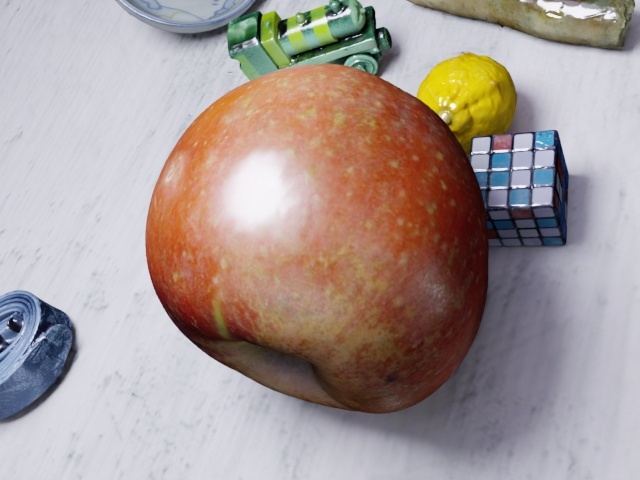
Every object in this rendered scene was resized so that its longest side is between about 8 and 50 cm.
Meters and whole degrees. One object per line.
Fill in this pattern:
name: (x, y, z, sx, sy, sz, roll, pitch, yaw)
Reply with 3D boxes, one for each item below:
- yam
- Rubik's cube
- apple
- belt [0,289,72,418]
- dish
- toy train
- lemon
yam: (0.234, -0.301, 0.933, 0.317, 0.071, 0.067, 26, 41, 34)
Rubik's cube: (0.211, -0.053, 0.797, 0.092, 0.092, 0.092, -2, 64, 25)
apple: (0.000, 0.000, 0.723, 0.348, 0.348, 0.277, 11, 63, 30)
belt: (-0.419, 0.154, 1.003, 0.190, 0.082, 0.141, -38, 52, 5)
dish: (-0.217, -0.443, 1.187, 0.273, 0.134, 0.274, 1, 83, -9)
toy train: (-0.012, -0.258, 0.990, 0.200, 0.132, 0.083, -15, 60, 21)
lemon: (0.164, -0.154, 0.848, 0.114, 0.114, 0.155, -3, 20, 24)
